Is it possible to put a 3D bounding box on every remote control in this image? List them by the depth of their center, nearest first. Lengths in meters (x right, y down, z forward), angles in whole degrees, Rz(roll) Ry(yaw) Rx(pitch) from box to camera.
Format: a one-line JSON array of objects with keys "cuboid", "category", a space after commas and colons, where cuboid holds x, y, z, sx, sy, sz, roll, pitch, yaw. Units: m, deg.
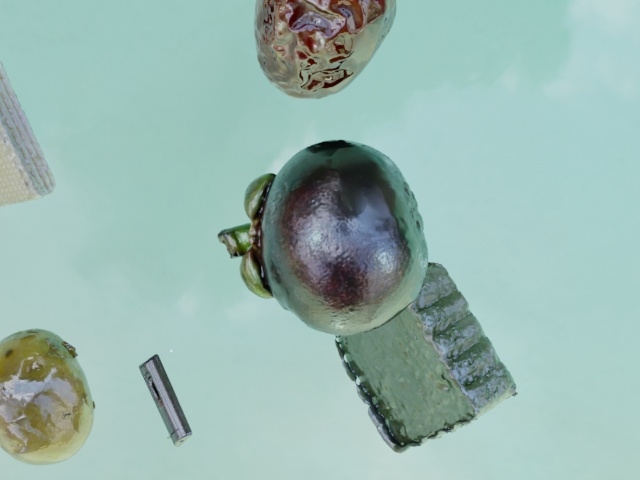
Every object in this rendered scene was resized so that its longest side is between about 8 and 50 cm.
[{"cuboid": [-0.154, 0.157, 0.890, 0.016, 0.034, 0.091, -1, 54, -50], "category": "remote control"}]

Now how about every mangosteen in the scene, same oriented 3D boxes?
[{"cuboid": [0.011, 0.004, 1.003, 0.216, 0.216, 0.216, 1, 83, -9], "category": "mangosteen"}]

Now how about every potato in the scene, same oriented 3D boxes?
[{"cuboid": [-0.359, 0.199, 1.149, 0.137, 0.137, 0.176, -23, 89, -11], "category": "potato"}]

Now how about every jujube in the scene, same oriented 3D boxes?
[{"cuboid": [0.003, -0.301, 1.217, 0.183, 0.243, 0.183, 5, 67, -11], "category": "jujube"}]

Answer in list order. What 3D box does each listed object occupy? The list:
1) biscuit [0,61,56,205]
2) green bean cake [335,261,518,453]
[{"cuboid": [-0.460, -0.159, 1.251, 0.108, 0.062, 0.239, -8, 115, 28], "category": "biscuit"}, {"cuboid": [0.152, 0.181, 1.426, 0.132, 0.241, 0.255, -24, 77, -36], "category": "green bean cake"}]
